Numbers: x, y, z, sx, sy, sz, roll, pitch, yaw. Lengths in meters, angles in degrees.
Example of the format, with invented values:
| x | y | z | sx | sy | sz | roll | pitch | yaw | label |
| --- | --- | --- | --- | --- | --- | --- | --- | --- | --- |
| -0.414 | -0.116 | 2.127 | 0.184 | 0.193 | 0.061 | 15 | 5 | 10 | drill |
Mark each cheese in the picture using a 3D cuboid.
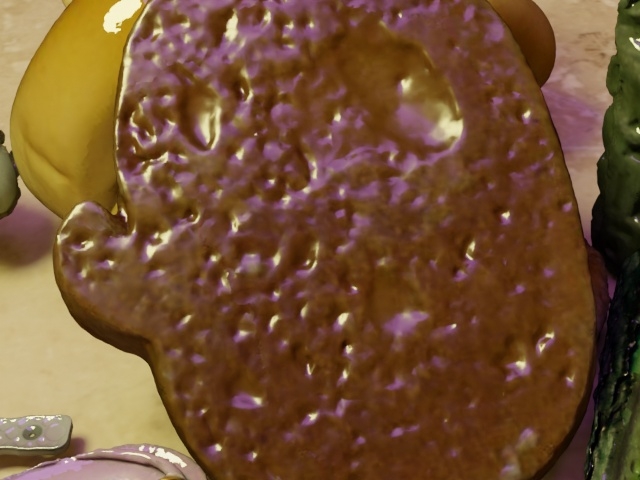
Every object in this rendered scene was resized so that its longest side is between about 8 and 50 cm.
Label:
| x | y | z | sx | sy | sz | roll | pitch | yaw | label |
| --- | --- | --- | --- | --- | --- | --- | --- | --- | --- |
| -0.253 | 0.126 | 0.750 | 0.192 | 0.037 | 0.097 | -2 | 39 | 3 | cheese |

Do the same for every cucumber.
| x | y | z | sx | sy | sz | roll | pitch | yaw | label |
| --- | --- | --- | --- | --- | --- | --- | --- | --- | --- |
| 0.195 | 0.100 | 0.726 | 0.078 | 0.062 | 0.211 | 41 | 47 | -14 | cucumber |

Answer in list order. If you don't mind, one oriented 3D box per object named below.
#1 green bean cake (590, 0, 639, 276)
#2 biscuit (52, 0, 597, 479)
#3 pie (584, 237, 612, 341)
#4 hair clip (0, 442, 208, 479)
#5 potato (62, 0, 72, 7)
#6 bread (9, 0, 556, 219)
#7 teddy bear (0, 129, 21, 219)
| x | y | z | sx | sy | sz | roll | pitch | yaw | label |
| --- | --- | --- | --- | --- | --- | --- | --- | --- | --- |
| 0.305 | -0.060 | 0.766 | 0.241 | 0.255 | 0.132 | 30 | 52 | 30 | green bean cake |
| 0.000 | 0.000 | 0.710 | 0.314 | 0.063 | 0.367 | -12 | 80 | -5 | biscuit |
| 0.109 | 0.034 | 0.830 | 0.195 | 0.046 | 0.195 | -3 | 39 | 3 | pie |
| -0.230 | 0.180 | 0.667 | 0.359 | 0.095 | 0.110 | -2 | 3 | -10 | hair clip |
| -0.139 | -0.245 | 1.158 | 0.235 | 0.128 | 0.161 | -5 | 53 | -8 | potato |
| -0.027 | -0.118 | 0.928 | 0.424 | 0.329 | 0.245 | -32 | 86 | -31 | bread |
| -0.394 | -0.043 | 0.889 | 0.256 | 0.156 | 0.267 | -33 | 68 | -34 | teddy bear |
